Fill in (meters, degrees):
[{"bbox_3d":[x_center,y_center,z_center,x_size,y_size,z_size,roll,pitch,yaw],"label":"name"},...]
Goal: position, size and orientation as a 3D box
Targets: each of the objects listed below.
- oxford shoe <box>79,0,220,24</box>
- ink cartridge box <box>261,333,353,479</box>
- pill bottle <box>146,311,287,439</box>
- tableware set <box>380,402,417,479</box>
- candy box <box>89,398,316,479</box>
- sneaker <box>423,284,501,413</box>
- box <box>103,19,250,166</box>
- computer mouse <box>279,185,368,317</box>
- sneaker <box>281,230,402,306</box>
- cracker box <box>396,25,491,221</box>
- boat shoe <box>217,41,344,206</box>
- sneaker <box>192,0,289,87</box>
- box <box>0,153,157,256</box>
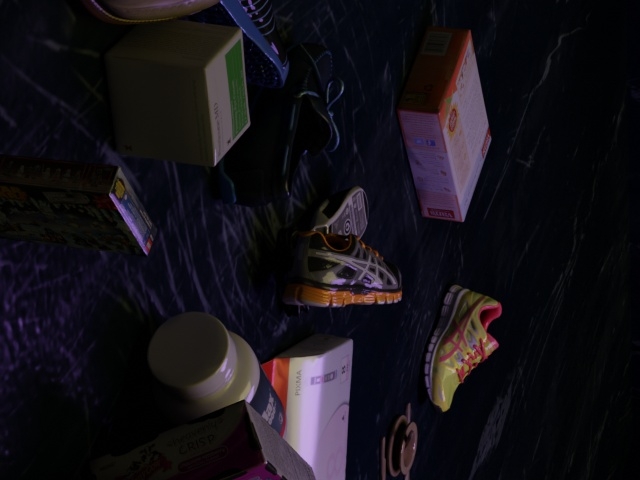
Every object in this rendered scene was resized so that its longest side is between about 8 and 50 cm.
[{"bbox_3d":[-0.135,-0.239,1.504,0.348,0.130,0.123,1,94,-66],"label":"oxford shoe"},{"bbox_3d":[-0.026,0.220,2.132,0.232,0.066,0.189,-28,123,-72],"label":"ink cartridge box"},{"bbox_3d":[-0.104,0.147,1.796,0.180,0.108,0.108,65,36,-56],"label":"pill bottle"},{"bbox_3d":[0.122,0.340,2.621,0.128,0.039,0.194,-44,137,-61],"label":"tableware set"},{"bbox_3d":[-0.099,0.240,1.752,0.233,0.159,0.071,57,12,-62],"label":"candy box"},{"bbox_3d":[0.211,0.160,2.733,0.081,0.094,0.208,68,35,-57],"label":"sneaker"},{"bbox_3d":[-0.125,-0.133,1.642,0.087,0.102,0.101,-54,147,-52],"label":"box"},{"bbox_3d":[0.000,0.000,2.152,0.193,0.042,0.106,-47,136,-51],"label":"computer mouse"},{"bbox_3d":[0.032,0.030,2.083,0.215,0.084,0.083,-1,92,-63],"label":"sneaker"},{"bbox_3d":[0.171,-0.158,2.547,0.232,0.067,0.156,72,32,-49],"label":"cracker box"},{"bbox_3d":[-0.025,-0.113,1.958,0.109,0.089,0.258,78,26,-43],"label":"boat shoe"},{"bbox_3d":[-0.075,-0.231,1.784,0.090,0.081,0.232,-69,156,-17],"label":"sneaker"},{"bbox_3d":[-0.202,-0.028,1.404,0.094,0.137,0.027,65,36,-56],"label":"box"}]
